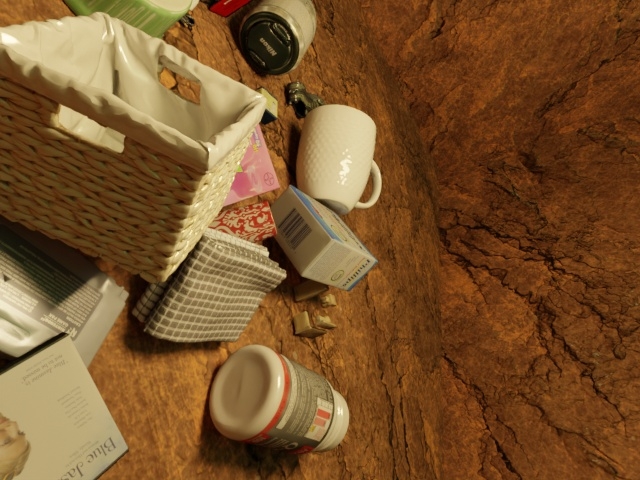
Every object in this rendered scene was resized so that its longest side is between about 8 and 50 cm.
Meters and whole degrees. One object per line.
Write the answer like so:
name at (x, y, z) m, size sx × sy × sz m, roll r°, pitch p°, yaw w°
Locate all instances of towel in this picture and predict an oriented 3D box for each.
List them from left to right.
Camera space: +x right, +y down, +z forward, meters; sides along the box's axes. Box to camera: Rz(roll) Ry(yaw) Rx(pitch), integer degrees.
towel at (-0.227, 0.109, 0.913) m, size 0.235 × 0.121 × 0.283 m, roll -59°, pitch 147°, yaw 3°

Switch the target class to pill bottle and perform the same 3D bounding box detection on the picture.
pill bottle at (-0.085, 0.418, 1.042) m, size 0.363 × 0.210 × 0.210 m, roll 43°, pitch 43°, yaw -44°

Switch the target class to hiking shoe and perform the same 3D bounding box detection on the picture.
hiking shoe at (-0.058, -0.526, 1.625) m, size 0.226 × 0.086 × 0.114 m, roll 20°, pitch 75°, yaw -50°

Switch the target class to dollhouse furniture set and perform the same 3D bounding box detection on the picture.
dollhouse furniture set at (-0.008, 0.220, 1.352) m, size 0.123 × 0.144 × 0.151 m, roll 34°, pitch 35°, yaw -56°

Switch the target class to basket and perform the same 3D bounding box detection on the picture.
basket at (-0.307, -0.165, 0.686) m, size 0.328 × 0.267 × 0.331 m, roll 26°, pitch 32°, yaw -8°

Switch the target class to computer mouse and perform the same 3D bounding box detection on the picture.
computer mouse at (-0.377, -0.696, 1.162) m, size 0.106 × 0.042 × 0.193 m, roll 41°, pitch 45°, yaw -45°

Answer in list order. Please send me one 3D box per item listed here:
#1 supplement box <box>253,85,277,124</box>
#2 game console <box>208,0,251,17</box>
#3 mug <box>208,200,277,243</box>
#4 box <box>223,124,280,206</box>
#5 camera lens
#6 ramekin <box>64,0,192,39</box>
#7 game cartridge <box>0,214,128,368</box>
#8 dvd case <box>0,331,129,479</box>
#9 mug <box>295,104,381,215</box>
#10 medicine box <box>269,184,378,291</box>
supplement box at (-0.190, -0.448, 1.370) m, size 0.083 × 0.056 × 0.083 m, roll 28°, pitch 55°, yaw -53°
game console at (-0.269, -0.771, 1.278) m, size 0.124 × 0.143 × 0.085 m, roll -21°, pitch 96°, yaw -60°
mug at (-0.204, -0.033, 1.050) m, size 0.150 × 0.169 × 0.113 m, roll 156°, pitch -83°, yaw -83°
box at (-0.254, -0.196, 1.041) m, size 0.242 × 0.117 × 0.214 m, roll -26°, pitch 102°, yaw -44°
camera lens at (-0.139, -0.715, 1.403) m, size 0.219 × 0.219 × 0.274 m, roll 54°, pitch 36°, yaw -34°
ramekin at (-0.434, -0.612, 0.923) m, size 0.303 × 0.148 × 0.304 m, roll 31°, pitch 52°, yaw -52°
game cartridge at (-0.475, 0.085, 0.666) m, size 0.294 × 0.060 × 0.196 m, roll 53°, pitch 34°, yaw -36°
dvd case at (-0.426, 0.298, 0.635) m, size 0.180 × 0.022 × 0.253 m, roll -38°, pitch 120°, yaw -49°
mug at (0.084, -0.254, 1.514) m, size 0.373 × 0.276 × 0.329 m, roll 22°, pitch 69°, yaw -35°
medicine box at (0.000, 0.000, 1.302) m, size 0.289 × 0.149 × 0.263 m, roll 25°, pitch 22°, yaw -54°
